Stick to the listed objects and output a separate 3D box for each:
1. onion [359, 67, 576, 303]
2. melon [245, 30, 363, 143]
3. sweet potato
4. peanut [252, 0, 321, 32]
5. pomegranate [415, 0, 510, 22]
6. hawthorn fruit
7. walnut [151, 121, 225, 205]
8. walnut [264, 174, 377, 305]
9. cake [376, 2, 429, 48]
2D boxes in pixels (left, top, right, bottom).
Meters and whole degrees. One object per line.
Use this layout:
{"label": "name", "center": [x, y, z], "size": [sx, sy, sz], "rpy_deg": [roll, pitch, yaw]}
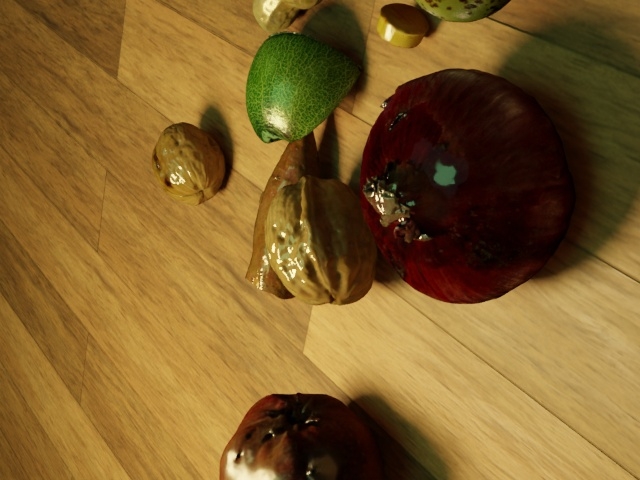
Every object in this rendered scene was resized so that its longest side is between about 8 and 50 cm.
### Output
{"label": "onion", "center": [0.176, -0.067, 1.487], "size": [0.347, 0.285, 0.348], "rpy_deg": [16, 113, 43]}
{"label": "melon", "center": [-0.073, -0.274, 1.895], "size": [0.265, 0.129, 0.169], "rpy_deg": [2, 58, 53]}
{"label": "sweet potato", "center": [-0.056, -0.065, 1.970], "size": [0.131, 0.131, 0.337], "rpy_deg": [25, 105, 52]}
{"label": "peanut", "center": [-0.050, -0.470, 1.920], "size": [0.263, 0.101, 0.117], "rpy_deg": [-26, 53, 54]}
{"label": "pomegranate", "center": [0.168, -0.412, 1.417], "size": [0.214, 0.248, 0.214], "rpy_deg": [-2, 88, 54]}
{"label": "hawthorn fruit", "center": [-0.036, 0.435, 1.848], "size": [0.308, 0.308, 0.325], "rpy_deg": [20, 101, 53]}
{"label": "walnut", "center": [-0.287, -0.171, 2.267], "size": [0.184, 0.155, 0.155], "rpy_deg": [60, 139, 24]}
{"label": "walnut", "center": [0.000, 0.000, 1.824], "size": [0.198, 0.198, 0.245], "rpy_deg": [-33, 64, 52]}
{"label": "cake", "center": [0.132, -0.348, 1.686], "size": [0.084, 0.084, 0.044], "rpy_deg": [59, 146, 33]}
